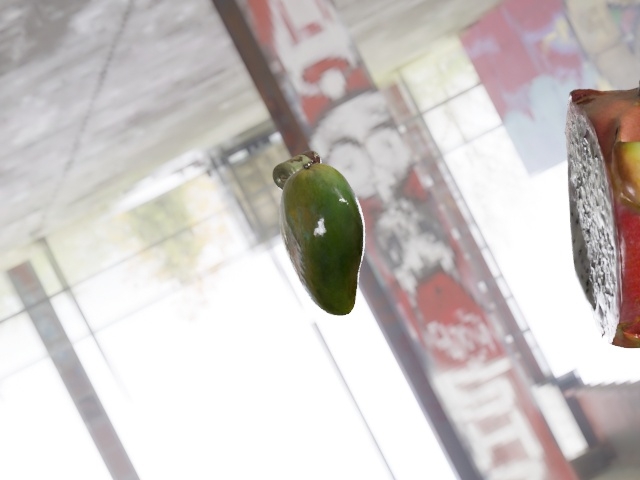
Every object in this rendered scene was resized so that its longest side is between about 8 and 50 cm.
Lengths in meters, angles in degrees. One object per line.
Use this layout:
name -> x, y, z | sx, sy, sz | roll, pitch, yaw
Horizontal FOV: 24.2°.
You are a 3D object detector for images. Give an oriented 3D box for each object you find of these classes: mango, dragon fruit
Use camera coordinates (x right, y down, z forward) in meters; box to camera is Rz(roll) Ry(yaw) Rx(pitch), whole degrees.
mango -> -0.002, -0.003, 1.750 | 0.085, 0.122, 0.191 | -24, 136, -31
dragon fruit -> 0.365, -0.035, 1.564 | 0.189, 0.291, 0.290 | -7, 179, -3

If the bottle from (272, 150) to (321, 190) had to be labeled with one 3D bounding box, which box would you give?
bottle -> -0.036, -0.119, 2.436 | 0.063, 0.047, 0.101 | 21, -147, 24
